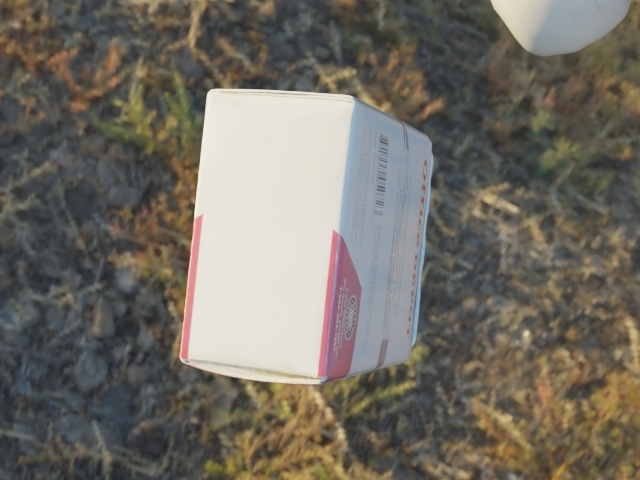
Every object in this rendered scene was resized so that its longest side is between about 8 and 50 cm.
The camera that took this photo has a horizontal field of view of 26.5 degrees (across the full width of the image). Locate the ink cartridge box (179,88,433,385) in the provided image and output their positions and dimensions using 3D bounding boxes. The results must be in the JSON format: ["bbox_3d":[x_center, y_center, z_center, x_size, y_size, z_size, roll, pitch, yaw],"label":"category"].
[{"bbox_3d":[0.000,0.000,1.091,0.117,0.207,0.283,6,0,16],"label":"ink cartridge box"}]

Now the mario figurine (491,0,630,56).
[{"bbox_3d":[0.113,-0.207,0.558,0.320,0.170,0.198,37,69,11],"label":"mario figurine"}]
